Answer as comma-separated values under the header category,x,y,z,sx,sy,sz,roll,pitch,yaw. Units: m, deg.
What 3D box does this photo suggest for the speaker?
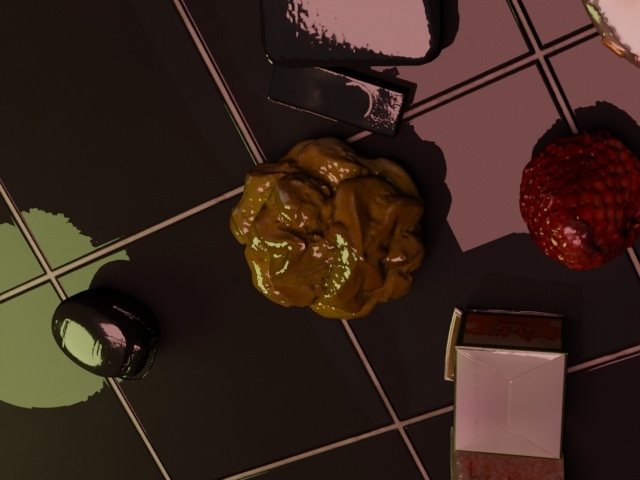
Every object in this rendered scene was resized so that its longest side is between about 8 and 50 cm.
category,x,y,z,sx,sy,sz,roll,pitch,yaw
speaker,0.027,-0.233,1.819,0.218,0.044,0.082,20,116,10

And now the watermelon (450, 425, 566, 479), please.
category,x,y,z,sx,sy,sz,roll,pitch,yaw
watermelon,0.306,0.443,1.904,0.213,0.201,0.261,-6,105,12

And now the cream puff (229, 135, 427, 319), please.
category,x,y,z,sx,sy,sz,roll,pitch,yaw
cream puff,-0.002,0.000,1.808,0.324,0.257,0.291,23,112,9

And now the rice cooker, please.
category,x,y,z,sx,sy,sz,roll,pitch,yaw
rice cooker,-0.387,0.169,2.077,0.203,0.118,0.142,27,116,8

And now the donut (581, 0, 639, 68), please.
category,x,y,z,sx,sy,sz,roll,pitch,yaw
donut,0.529,-0.400,1.529,0.383,0.142,0.382,6,112,16

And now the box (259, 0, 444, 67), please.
category,x,y,z,sx,sy,sz,roll,pitch,yaw
box,0.046,-0.408,1.715,0.289,0.073,0.290,2,103,17

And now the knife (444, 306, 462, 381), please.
category,x,y,z,sx,sy,sz,roll,pitch,yaw
knife,0.234,0.233,1.945,0.046,0.022,0.256,8,113,20

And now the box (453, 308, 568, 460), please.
category,x,y,z,sx,sy,sz,roll,pitch,yaw
box,0.308,0.230,1.845,0.177,0.148,0.195,2,112,12

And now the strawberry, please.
category,x,y,z,sx,sy,sz,roll,pitch,yaw
strawberry,0.383,-0.045,1.661,0.205,0.244,0.205,6,112,14
